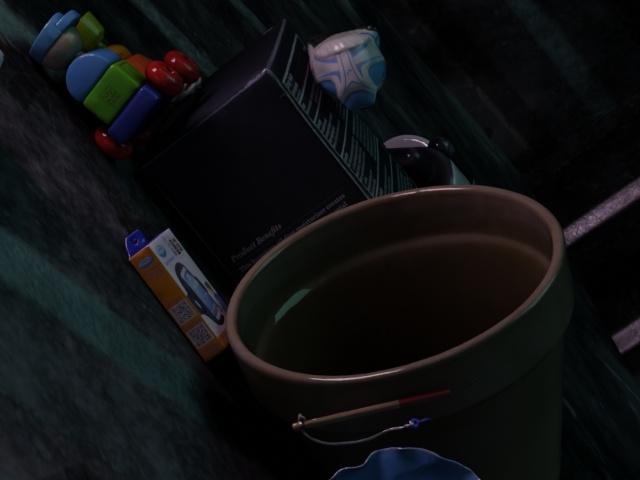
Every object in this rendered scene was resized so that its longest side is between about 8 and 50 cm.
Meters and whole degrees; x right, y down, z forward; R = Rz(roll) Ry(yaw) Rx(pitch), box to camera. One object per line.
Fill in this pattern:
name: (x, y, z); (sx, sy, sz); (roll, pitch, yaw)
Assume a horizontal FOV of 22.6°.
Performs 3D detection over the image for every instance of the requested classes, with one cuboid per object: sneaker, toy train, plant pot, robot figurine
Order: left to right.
toy train: (-0.207, -0.181, 1.657); (0.143, 0.105, 0.248); (40, 15, -4)
sneaker: (0.031, -0.189, 1.759); (0.237, 0.085, 0.086); (-78, 156, -78)
robot figurine: (0.152, -0.024, 2.293); (0.278, 0.209, 0.173); (44, 6, -42)
plant pot: (0.105, 0.145, 1.517); (0.323, 0.323, 0.280); (-98, 169, -63)

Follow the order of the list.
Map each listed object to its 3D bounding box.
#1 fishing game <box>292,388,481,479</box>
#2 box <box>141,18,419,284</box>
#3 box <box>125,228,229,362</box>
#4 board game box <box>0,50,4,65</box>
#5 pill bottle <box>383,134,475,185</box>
fishing game: (0.063, 0.258, 1.293); (0.041, 0.189, 0.264); (61, 18, -80)
box: (-0.026, -0.057, 1.761); (0.294, 0.183, 0.296); (52, 12, -12)
box: (-0.130, 0.044, 1.497); (0.136, 0.028, 0.081); (55, 13, -5)
board game box: (-0.338, -0.149, 1.200); (0.193, 0.053, 0.305); (50, 14, -20)
pill bottle: (0.175, -0.086, 2.618); (0.136, 0.136, 0.246); (59, 14, 17)
